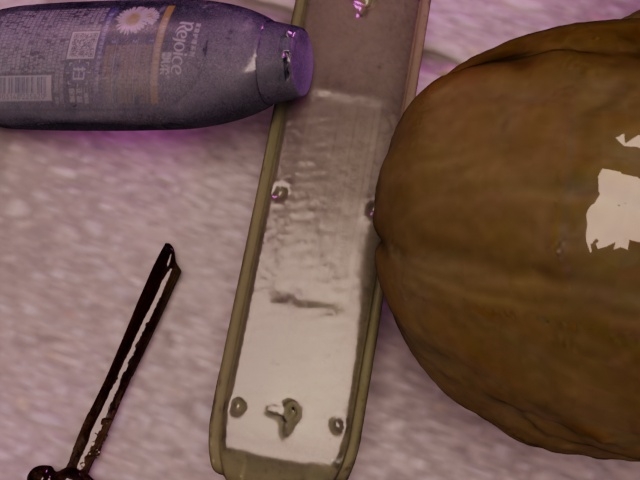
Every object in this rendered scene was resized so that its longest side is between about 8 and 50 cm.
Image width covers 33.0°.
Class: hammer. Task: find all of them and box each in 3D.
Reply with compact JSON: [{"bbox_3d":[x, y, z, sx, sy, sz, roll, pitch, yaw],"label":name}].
[{"bbox_3d":[-0.123,0.086,0.689,0.065,0.021,0.178,20,75,7],"label":"hammer"}]

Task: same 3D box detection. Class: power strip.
[{"bbox_3d":[0.000,0.000,0.685,0.092,0.066,0.387,10,74,3],"label":"power strip"}]

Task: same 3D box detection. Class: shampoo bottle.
[{"bbox_3d":[-0.121,-0.113,0.693,0.234,0.049,0.087,2,74,19],"label":"shampoo bottle"}]

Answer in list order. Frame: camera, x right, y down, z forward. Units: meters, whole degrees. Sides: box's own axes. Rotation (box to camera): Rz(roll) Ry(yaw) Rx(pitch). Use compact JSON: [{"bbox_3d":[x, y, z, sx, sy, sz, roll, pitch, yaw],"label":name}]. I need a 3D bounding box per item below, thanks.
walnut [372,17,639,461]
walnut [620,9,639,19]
[{"bbox_3d":[0.167,0.009,0.594,0.283,0.227,0.282,4,109,12],"label":"walnut"},{"bbox_3d":[0.215,-0.106,0.693,0.092,0.092,0.092,0,76,2],"label":"walnut"}]
